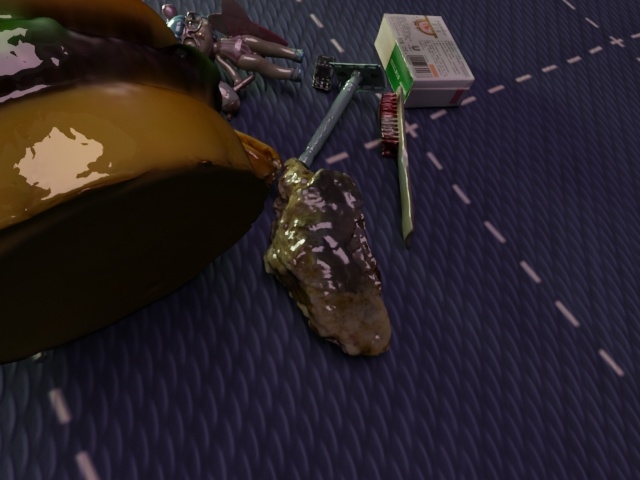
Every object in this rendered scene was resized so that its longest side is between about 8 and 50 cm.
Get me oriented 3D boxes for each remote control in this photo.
[{"bbox_3d":[0.006,-0.330,0.934,0.039,0.014,0.096,11,60,-6],"label":"remote control"}]

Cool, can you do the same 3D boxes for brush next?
[{"bbox_3d":[0.131,-0.138,0.825,0.050,0.060,0.320,0,59,2],"label":"brush"}]

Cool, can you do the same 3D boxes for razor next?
[{"bbox_3d":[0.023,-0.221,0.839,0.106,0.068,0.231,14,64,31],"label":"razor"}]

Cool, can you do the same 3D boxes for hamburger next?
[{"bbox_3d":[-0.271,-0.078,0.514,0.396,0.395,0.277,-29,79,-25],"label":"hamburger"}]

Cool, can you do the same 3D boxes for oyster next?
[{"bbox_3d":[0.004,-0.002,0.685,0.167,0.110,0.340,1,59,-12],"label":"oyster"}]

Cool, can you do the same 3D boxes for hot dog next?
[{"bbox_3d":[-0.179,-0.154,0.751,0.250,0.067,0.100,26,20,10],"label":"hot dog"}]

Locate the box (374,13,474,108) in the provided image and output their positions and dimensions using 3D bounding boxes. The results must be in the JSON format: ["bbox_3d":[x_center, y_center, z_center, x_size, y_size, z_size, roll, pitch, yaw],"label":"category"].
[{"bbox_3d":[0.205,-0.364,0.959,0.135,0.081,0.198,-5,63,-16],"label":"box"}]

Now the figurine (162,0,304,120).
[{"bbox_3d":[-0.162,-0.317,0.856,0.261,0.103,0.205,8,95,-9],"label":"figurine"}]
